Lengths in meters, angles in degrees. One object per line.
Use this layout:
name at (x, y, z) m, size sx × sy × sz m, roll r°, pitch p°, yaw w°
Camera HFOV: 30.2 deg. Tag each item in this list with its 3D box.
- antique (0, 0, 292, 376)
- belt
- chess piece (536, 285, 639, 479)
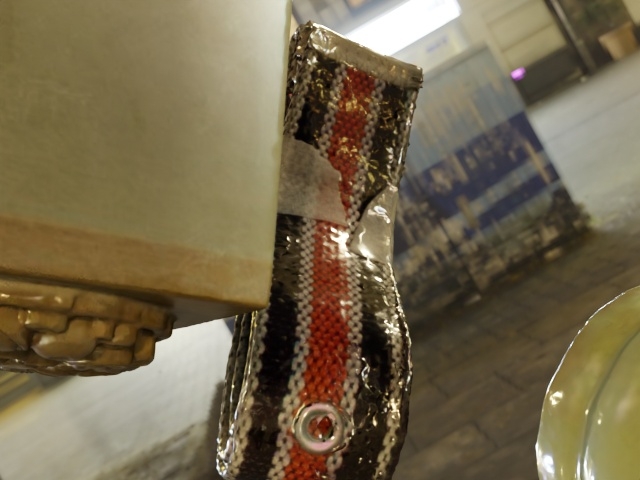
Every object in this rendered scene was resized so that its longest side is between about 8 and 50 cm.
antique at (-0.107, -0.029, 0.418) m, size 0.146 × 0.148 × 0.152 m, roll 8°, pitch -13°, yaw -28°
belt at (0.000, 0.000, 0.699) m, size 0.359 × 0.094 × 0.126 m, roll -85°, pitch 21°, yaw -48°
chess piece at (0.333, 0.154, 0.693) m, size 0.234 × 0.234 × 0.442 m, roll -31°, pitch 14°, yaw -16°
